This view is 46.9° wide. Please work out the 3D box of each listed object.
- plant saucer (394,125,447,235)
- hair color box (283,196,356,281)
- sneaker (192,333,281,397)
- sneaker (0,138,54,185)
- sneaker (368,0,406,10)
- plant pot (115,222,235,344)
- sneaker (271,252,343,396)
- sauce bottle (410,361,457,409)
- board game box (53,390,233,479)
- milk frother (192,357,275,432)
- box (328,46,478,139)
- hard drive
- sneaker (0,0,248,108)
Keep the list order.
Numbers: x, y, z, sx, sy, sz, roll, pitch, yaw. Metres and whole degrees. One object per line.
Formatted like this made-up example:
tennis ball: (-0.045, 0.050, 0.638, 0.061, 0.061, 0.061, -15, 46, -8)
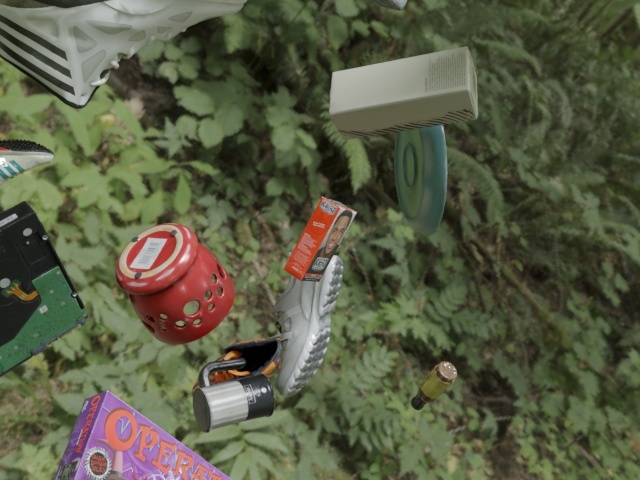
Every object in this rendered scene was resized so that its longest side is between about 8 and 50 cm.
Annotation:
plant saucer: (0.215, -0.168, 1.651, 0.043, 0.318, 0.318, -3, 36, -8)
hair color box: (0.000, 0.000, 1.256, 0.043, 0.141, 0.072, 32, 10, 24)
sneaker: (-0.206, 0.302, 1.738, 0.125, 0.321, 0.180, 63, 18, 18)
sneaker: (-0.519, -0.121, 1.206, 0.161, 0.075, 0.057, -9, 32, -42)
sneaker: (0.047, -0.369, 0.911, 0.094, 0.091, 0.258, 28, 6, 32)
plant pot: (-0.281, 0.076, 1.412, 0.191, 0.191, 0.174, -110, 177, -47)
sneaker: (-0.042, 0.156, 1.407, 0.115, 0.282, 0.105, 15, -4, 20)
sauce bottle: (0.201, 0.267, 1.337, 0.042, 0.128, 0.042, 16, 44, -16)
board game box: (-0.174, 0.358, 0.878, 0.347, 0.056, 0.208, 47, 29, -32)
milk frother: (-0.180, 0.309, 1.411, 0.134, 0.143, 0.129, -6, 47, -31)
box: (0.160, -0.280, 1.424, 0.094, 0.274, 0.113, 52, 38, -55)
hard drive: (-0.641, 0.107, 1.521, 0.064, 0.236, 0.339, 37, -29, 37)
sneaker: (-0.335, -0.365, 1.238, 0.447, 0.258, 0.169, -12, 51, -41)
